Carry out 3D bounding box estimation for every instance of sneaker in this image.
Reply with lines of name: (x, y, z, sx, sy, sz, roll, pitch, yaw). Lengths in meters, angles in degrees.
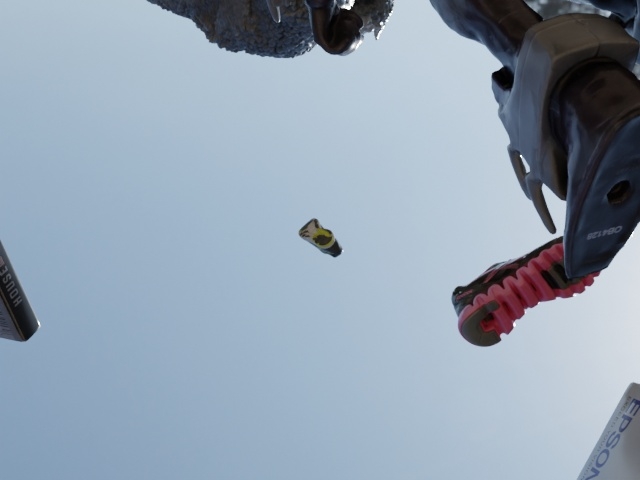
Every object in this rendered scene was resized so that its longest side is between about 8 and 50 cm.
sneaker: (0.000, 0.000, 1.211, 0.031, 0.035, 0.083, -42, -152, -4)
sneaker: (0.144, 0.025, 0.700, 0.119, 0.047, 0.057, -30, -155, 2)

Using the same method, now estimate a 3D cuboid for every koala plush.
koala plush: (0.006, -0.236, 0.768, 0.221, 0.196, 0.203, -13, -132, -44)

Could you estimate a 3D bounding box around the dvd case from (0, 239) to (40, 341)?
dvd case: (-0.371, -0.001, 0.873, 0.239, 0.179, 0.029, 7, -142, 28)

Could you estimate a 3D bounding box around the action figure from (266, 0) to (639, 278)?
action figure: (0.073, -0.123, 0.431, 0.185, 0.099, 0.285, -23, -132, -9)

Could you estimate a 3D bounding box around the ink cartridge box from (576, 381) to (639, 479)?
ink cartridge box: (0.268, 0.292, 0.806, 0.071, 0.324, 0.330, 31, 177, -6)
